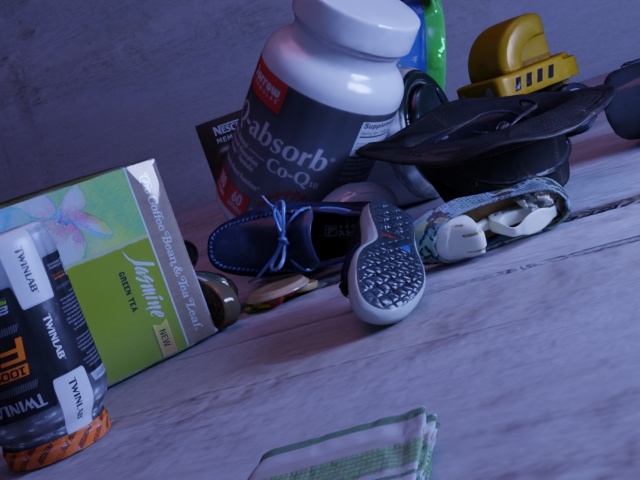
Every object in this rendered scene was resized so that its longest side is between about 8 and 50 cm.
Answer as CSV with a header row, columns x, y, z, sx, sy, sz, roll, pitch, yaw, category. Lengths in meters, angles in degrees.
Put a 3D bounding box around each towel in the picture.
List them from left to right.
x,y,z,sx,sy,sz,roll,pitch,yaw,category
0.002,0.137,0.460,0.113,0.023,0.152,-19,10,16,towel

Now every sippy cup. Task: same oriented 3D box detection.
x,y,z,sx,sy,sz,roll,pitch,yaw,category
0.099,-0.329,1.638,0.224,0.305,0.240,-2,9,-1,sippy cup

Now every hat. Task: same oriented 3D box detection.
x,y,z,sx,sy,sz,roll,pitch,yaw,category
0.219,-0.099,1.155,0.331,0.134,0.331,-16,16,5,hat

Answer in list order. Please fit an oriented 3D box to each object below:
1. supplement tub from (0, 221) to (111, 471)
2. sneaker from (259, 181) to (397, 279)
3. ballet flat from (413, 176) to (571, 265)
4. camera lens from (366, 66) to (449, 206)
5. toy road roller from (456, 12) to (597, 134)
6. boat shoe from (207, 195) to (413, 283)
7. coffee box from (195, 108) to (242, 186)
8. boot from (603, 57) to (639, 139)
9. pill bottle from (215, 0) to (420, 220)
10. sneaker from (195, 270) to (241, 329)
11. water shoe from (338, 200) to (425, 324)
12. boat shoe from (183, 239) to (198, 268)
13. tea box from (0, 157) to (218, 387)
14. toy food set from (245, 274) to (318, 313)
x,y,z,sx,sy,sz,roll,pitch,yaw,category
-0.254,0.089,0.764,0.117,0.190,0.117,-20,7,3,supplement tub
0.000,0.000,1.208,0.232,0.090,0.115,-27,14,7,sneaker
0.175,-0.016,0.944,0.188,0.070,0.070,-23,8,-4,ballet flat
0.083,-0.155,1.520,0.274,0.219,0.219,-14,9,34,camera lens
0.331,-0.280,1.700,0.329,0.240,0.202,-22,8,-18,toy road roller
-0.015,-0.013,1.105,0.258,0.109,0.089,-13,2,1,boat shoe
-0.131,-0.127,1.732,0.141,0.246,0.098,-19,8,6,coffee box
0.566,-0.232,1.134,0.445,0.146,0.367,-8,3,38,boot
-0.006,-0.181,1.298,0.210,0.363,0.210,16,31,-10,pill bottle
-0.133,0.065,1.096,0.086,0.064,0.192,-13,8,-36,sneaker
0.056,0.038,0.878,0.073,0.080,0.203,23,29,-3,water shoe
-0.282,0.050,1.448,0.102,0.108,0.301,-18,1,17,boat shoe
-0.355,0.070,1.028,0.323,0.220,0.329,-26,11,-34,tea box
-0.050,0.062,1.076,0.082,0.020,0.083,-13,10,40,toy food set
